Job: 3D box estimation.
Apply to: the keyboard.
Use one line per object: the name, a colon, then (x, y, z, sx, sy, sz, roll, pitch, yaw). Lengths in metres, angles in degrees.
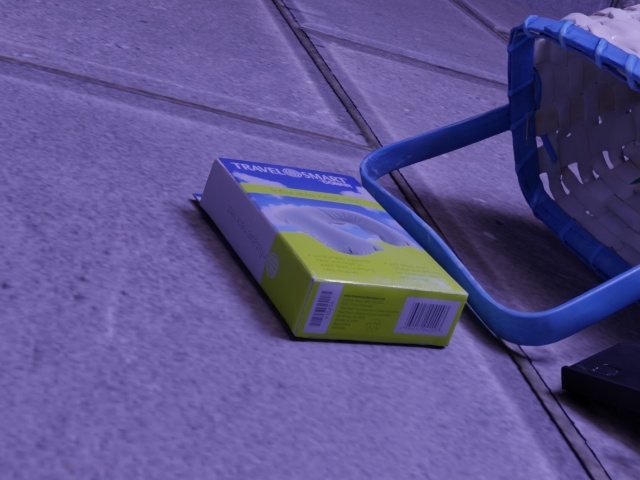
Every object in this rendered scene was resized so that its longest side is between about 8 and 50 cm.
keyboard: (0.220, 0.097, 0.590, 0.180, 0.023, 0.108, 15, 17, 38)

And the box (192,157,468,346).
box: (0.000, 0.000, 0.675, 0.109, 0.042, 0.178, 7, 25, -30)

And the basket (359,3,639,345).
basket: (0.199, -0.046, 0.779, 0.288, 0.201, 0.255, -18, 35, -13)
